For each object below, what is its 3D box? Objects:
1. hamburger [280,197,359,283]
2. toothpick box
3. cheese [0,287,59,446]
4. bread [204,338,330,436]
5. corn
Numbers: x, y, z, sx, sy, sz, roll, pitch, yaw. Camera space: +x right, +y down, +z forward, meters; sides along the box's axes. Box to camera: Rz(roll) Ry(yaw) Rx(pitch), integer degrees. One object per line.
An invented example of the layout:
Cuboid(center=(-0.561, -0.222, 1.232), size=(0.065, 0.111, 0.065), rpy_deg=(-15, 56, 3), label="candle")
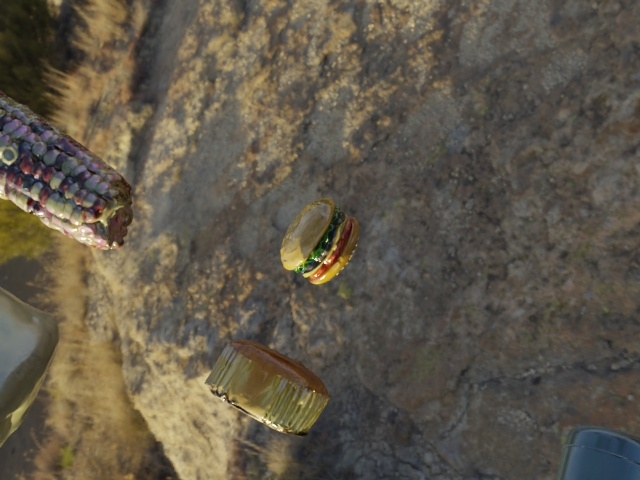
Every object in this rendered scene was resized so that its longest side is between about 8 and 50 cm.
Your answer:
Cuboid(center=(0.000, 0.000, 1.226), size=(0.162, 0.115, 0.162), rpy_deg=(-51, 17, 22), label="hamburger")
Cuboid(center=(0.314, 0.312, 0.735), size=(0.120, 0.120, 0.184), rpy_deg=(-7, 51, 56), label="toothpick box")
Cuboid(center=(-0.280, 0.126, 0.399), size=(0.093, 0.159, 0.263), rpy_deg=(113, 178, -46), label="cheese")
Cuboid(center=(-0.082, 0.233, 1.078), size=(0.190, 0.132, 0.114), rpy_deg=(29, 86, 16), label="bread")
Cuboid(center=(-0.280, -0.084, 0.605), size=(0.280, 0.092, 0.092), rpy_deg=(29, 99, 16), label="corn")
